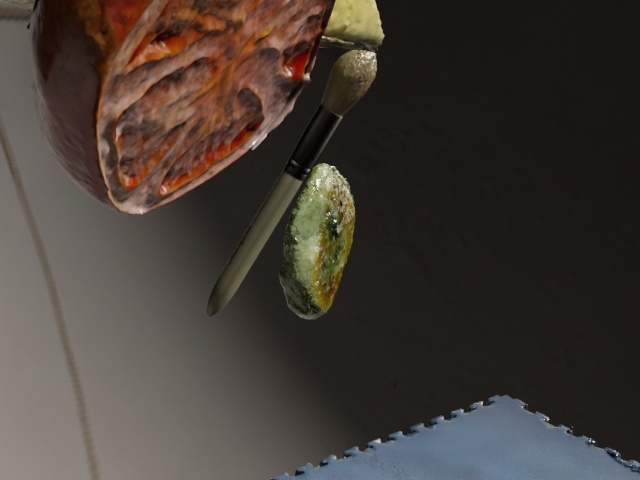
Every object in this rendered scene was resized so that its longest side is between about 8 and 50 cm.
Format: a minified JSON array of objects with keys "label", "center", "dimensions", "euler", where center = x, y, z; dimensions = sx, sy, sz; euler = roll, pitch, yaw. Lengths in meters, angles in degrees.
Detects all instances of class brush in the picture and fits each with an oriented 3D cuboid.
[{"label":"brush","center":[-0.030,-0.051,1.216],"dimensions":[0.039,0.042,0.299],"euler":[31,102,5]}]

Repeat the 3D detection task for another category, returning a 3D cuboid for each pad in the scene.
[{"label":"pad","center":[0.124,0.172,0.757],"dimensions":[0.269,0.270,0.012],"euler":[-11,115,-40]}]

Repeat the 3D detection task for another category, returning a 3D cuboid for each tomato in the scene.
[{"label":"tomato","center":[-0.077,-0.131,0.717],"dimensions":[0.095,0.237,0.236],"euler":[38,81,17]}]

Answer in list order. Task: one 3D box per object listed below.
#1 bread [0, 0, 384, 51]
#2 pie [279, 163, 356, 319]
[{"label":"bread","center":[-0.217,-0.191,0.958],"dimensions":[0.346,0.242,0.405],"euler":[17,41,33]},{"label":"pie","center":[0.000,0.000,1.489],"dimensions":[0.041,0.187,0.186],"euler":[9,78,18]}]
